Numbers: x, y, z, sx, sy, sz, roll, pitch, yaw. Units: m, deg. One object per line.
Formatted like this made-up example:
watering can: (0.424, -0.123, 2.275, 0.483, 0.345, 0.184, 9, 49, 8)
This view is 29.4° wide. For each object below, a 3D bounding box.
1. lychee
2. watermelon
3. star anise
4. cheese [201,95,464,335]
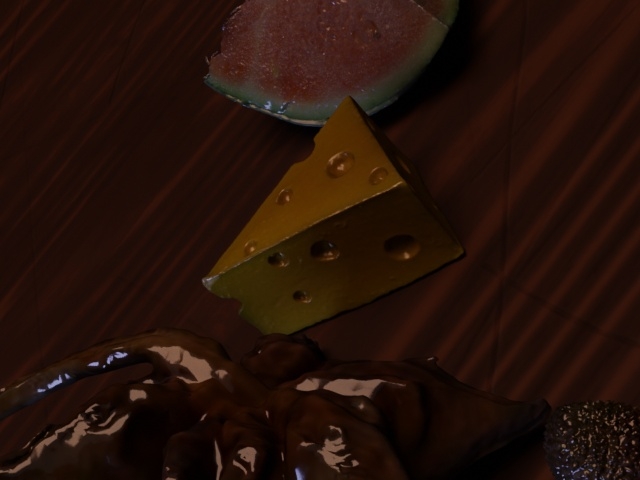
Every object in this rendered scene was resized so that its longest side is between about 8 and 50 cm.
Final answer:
lychee: (0.166, 0.123, 0.689, 0.067, 0.083, 0.068, -66, -5, 24)
watermelon: (0.030, -0.165, 1.043, 0.231, 0.128, 0.146, -41, 67, 25)
star anise: (-0.044, 0.113, 0.757, 0.350, 0.292, 0.108, 9, 98, 51)
cheese: (0.000, 0.000, 0.920, 0.171, 0.093, 0.126, -39, 40, 10)
